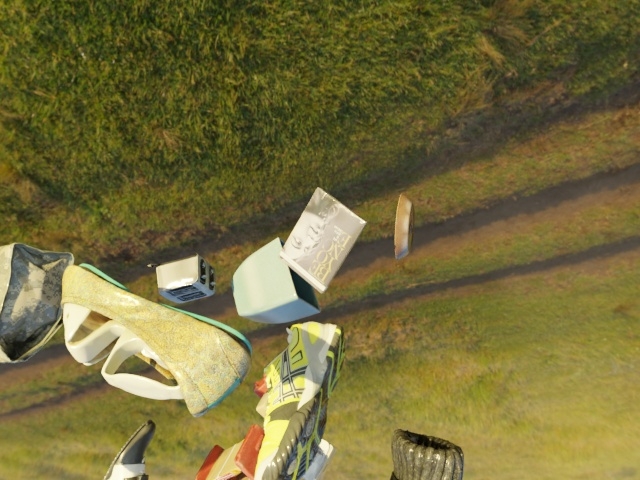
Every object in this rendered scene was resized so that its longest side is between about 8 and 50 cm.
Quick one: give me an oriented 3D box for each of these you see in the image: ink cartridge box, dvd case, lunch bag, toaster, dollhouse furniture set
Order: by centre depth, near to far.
[{"bbox_3d":[-0.770,0.165,1.114,0.235,0.288,0.168,-7,163,35],"label":"lunch bag"},{"bbox_3d":[0.000,0.000,1.133,0.018,0.164,0.221,-3,127,-61],"label":"dvd case"},{"bbox_3d":[-0.142,0.505,1.182,0.152,0.374,0.201,45,125,-9],"label":"dollhouse furniture set"},{"bbox_3d":[-0.064,0.623,1.331,0.196,0.114,0.273,26,158,17],"label":"ink cartridge box"},{"bbox_3d":[-0.476,0.136,1.552,0.185,0.110,0.168,-14,155,3],"label":"toaster"}]

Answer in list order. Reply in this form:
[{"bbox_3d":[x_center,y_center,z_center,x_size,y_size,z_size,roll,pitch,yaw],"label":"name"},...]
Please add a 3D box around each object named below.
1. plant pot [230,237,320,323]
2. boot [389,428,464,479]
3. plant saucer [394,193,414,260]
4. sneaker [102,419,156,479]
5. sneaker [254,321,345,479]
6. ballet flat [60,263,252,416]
[{"bbox_3d":[-0.183,0.182,1.642,0.252,0.247,0.248,-26,153,10],"label":"plant pot"},{"bbox_3d":[0.137,0.489,0.825,0.131,0.261,0.347,10,162,-30],"label":"boot"},{"bbox_3d":[0.249,-0.037,1.288,0.036,0.199,0.199,5,150,17],"label":"plant saucer"},{"bbox_3d":[-0.499,0.650,1.156,0.146,0.331,0.122,25,155,-1],"label":"sneaker"},{"bbox_3d":[-0.060,0.342,0.950,0.146,0.385,0.145,7,130,19],"label":"sneaker"},{"bbox_3d":[-0.248,0.121,0.562,0.348,0.123,0.123,16,155,27],"label":"ballet flat"}]
